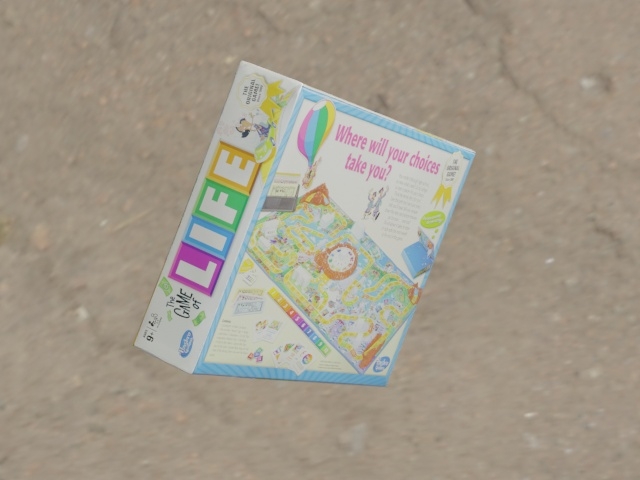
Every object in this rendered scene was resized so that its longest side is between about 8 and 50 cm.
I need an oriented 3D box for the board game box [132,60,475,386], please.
[{"bbox_3d":[0.000,0.000,0.651,0.026,0.154,0.103,24,95,27],"label":"board game box"}]
